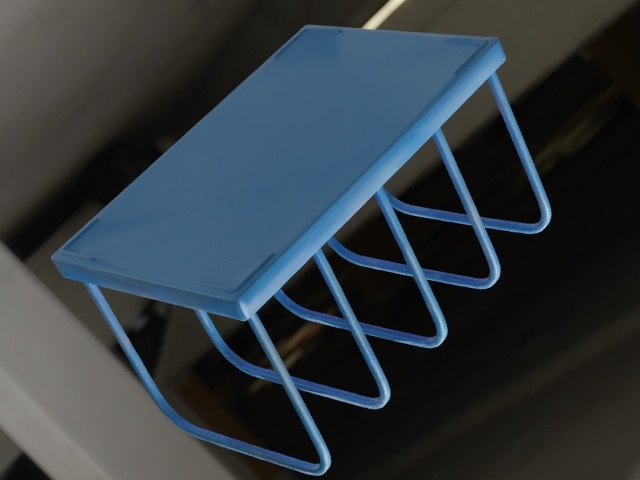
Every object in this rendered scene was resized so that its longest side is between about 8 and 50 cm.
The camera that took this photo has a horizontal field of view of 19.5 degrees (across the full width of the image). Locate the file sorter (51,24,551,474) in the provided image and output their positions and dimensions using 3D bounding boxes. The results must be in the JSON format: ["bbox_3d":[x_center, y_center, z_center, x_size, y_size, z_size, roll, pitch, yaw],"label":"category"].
[{"bbox_3d":[0.000,0.000,0.790,0.118,0.104,0.170,11,-133,46],"label":"file sorter"}]
